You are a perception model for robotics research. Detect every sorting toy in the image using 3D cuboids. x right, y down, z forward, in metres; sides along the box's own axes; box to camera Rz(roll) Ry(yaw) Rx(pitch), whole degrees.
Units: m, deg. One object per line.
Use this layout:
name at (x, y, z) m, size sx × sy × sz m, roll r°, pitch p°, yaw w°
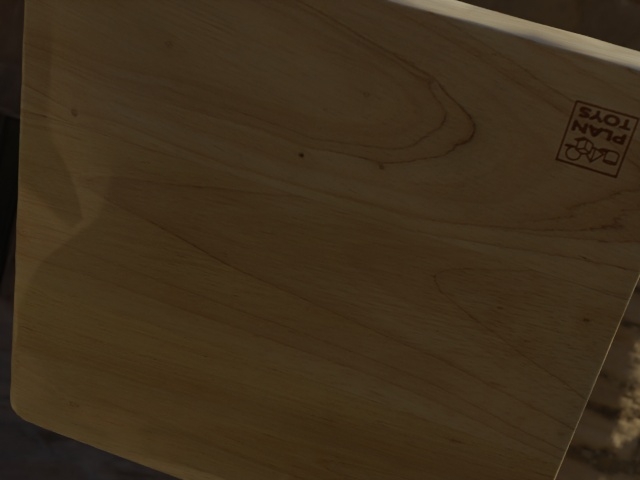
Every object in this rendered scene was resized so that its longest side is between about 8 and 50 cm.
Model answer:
sorting toy at (0.000, 0.000, 0.454) m, size 0.257 × 0.255 × 0.089 m, roll 18°, pitch 31°, yaw 9°
